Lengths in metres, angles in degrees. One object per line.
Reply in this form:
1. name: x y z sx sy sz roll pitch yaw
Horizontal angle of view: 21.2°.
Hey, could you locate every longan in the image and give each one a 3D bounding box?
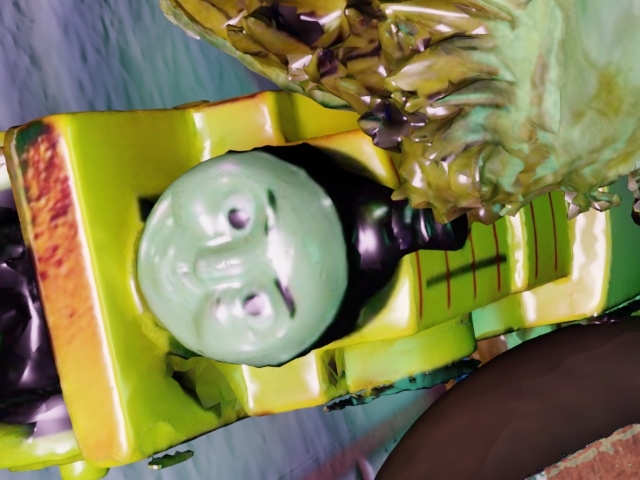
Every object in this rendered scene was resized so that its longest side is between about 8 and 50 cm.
1. longan: 0.099 0.128 0.616 0.198 0.198 0.212 38 67 -53

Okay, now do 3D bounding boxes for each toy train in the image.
1. toy train: 0.000 0.000 0.519 0.296 0.160 0.100 -13 91 -65

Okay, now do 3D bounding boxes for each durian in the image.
1. durian: 0.032 -0.129 0.514 0.198 0.163 0.394 36 31 -26

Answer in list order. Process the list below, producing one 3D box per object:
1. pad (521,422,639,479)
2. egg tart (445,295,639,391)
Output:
1. pad: 0.074 0.239 0.466 0.250 0.055 0.323 -24 81 -25
2. egg tart: 0.141 0.028 0.867 0.291 0.107 0.291 45 36 -48
